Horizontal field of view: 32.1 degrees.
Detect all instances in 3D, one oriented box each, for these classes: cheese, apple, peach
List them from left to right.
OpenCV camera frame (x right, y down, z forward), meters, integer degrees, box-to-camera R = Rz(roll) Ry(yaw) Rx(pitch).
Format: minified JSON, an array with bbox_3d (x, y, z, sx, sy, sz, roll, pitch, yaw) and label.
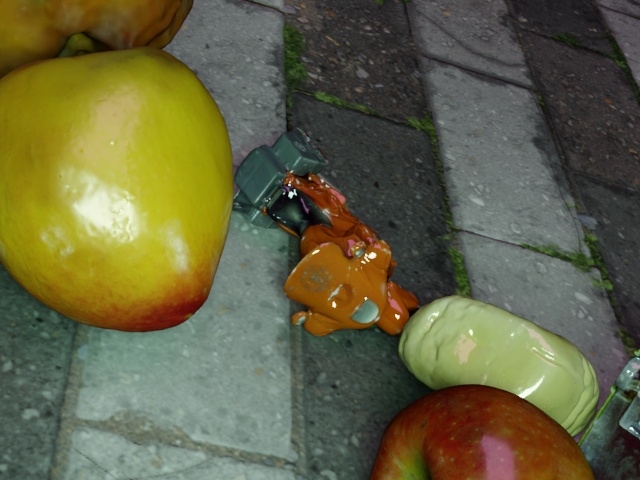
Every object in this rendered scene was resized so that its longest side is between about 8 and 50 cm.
[{"bbox_3d":[-0.236,-0.051,1.201,0.289,0.289,0.308,0,82,-31],"label":"peach"},{"bbox_3d":[0.166,0.252,1.097,0.230,0.230,0.230,16,37,-13],"label":"apple"},{"bbox_3d":[0.204,0.148,1.275,0.226,0.117,0.214,25,-8,31],"label":"cheese"}]

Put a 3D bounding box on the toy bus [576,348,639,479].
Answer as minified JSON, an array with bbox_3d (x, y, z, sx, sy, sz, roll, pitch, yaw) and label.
[{"bbox_3d":[0.357,0.200,1.204,0.113,0.302,0.139,38,32,22],"label":"toy bus"}]

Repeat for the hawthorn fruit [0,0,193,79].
[{"bbox_3d":[-0.354,-0.397,1.446,0.471,0.472,0.472,16,37,-13],"label":"hawthorn fruit"}]

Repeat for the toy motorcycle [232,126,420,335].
[{"bbox_3d":[0.000,0.000,1.385,0.326,0.148,0.221,50,21,27],"label":"toy motorcycle"}]
